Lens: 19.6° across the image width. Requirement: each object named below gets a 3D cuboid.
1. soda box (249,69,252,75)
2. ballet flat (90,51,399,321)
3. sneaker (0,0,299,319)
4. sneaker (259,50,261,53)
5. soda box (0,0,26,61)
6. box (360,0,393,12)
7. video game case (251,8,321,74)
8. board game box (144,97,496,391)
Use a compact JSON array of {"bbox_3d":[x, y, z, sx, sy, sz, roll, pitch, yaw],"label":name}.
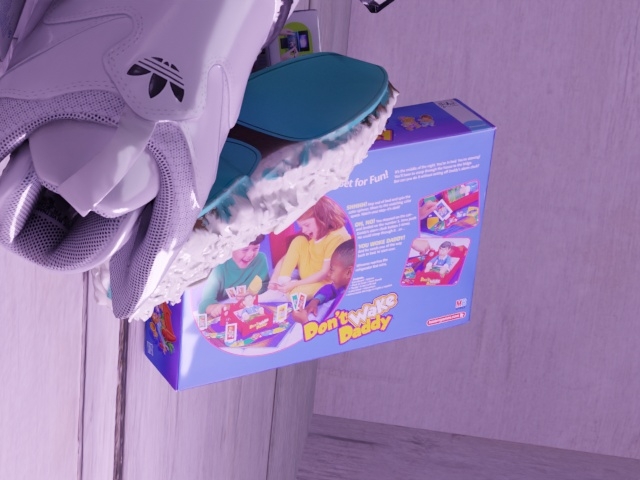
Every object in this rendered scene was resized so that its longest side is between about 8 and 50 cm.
[{"bbox_3d":[-0.090,-0.257,1.864,0.067,0.071,0.210,89,10,-61],"label":"soda box"},{"bbox_3d":[-0.077,-0.050,1.625,0.409,0.147,0.147,-35,137,-50],"label":"ballet flat"},{"bbox_3d":[-0.134,-0.069,1.023,0.366,0.137,0.210,-27,-144,64],"label":"sneaker"},{"bbox_3d":[-0.110,-0.208,1.578,0.102,0.146,0.293,58,-32,10],"label":"sneaker"},{"bbox_3d":[-0.173,-0.195,0.950,0.069,0.074,0.216,92,8,-52],"label":"soda box"},{"bbox_3d":[0.040,-0.388,1.881,0.270,0.165,0.143,55,6,1],"label":"box"},{"bbox_3d":[-0.040,-0.126,2.030,0.269,0.061,0.244,-152,-124,-78],"label":"video game case"},{"bbox_3d":[0.000,0.000,1.851,0.078,0.347,0.233,42,-45,48],"label":"board game box"}]
